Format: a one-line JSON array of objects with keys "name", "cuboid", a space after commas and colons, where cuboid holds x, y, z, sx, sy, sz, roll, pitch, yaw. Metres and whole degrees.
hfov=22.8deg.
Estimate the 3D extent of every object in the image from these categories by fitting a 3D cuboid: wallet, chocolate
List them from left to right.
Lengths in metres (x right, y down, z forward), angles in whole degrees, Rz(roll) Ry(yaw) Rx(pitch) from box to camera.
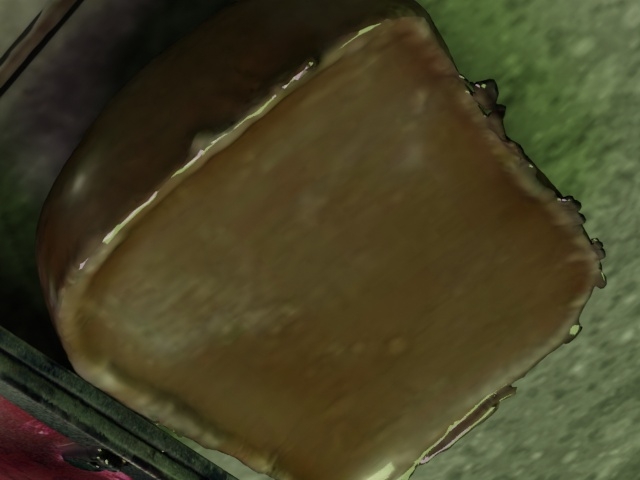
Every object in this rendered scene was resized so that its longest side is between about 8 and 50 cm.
[{"name": "wallet", "cuboid": [-0.113, 0.065, 0.553, 0.119, 0.025, 0.232, -1, 153, 31]}, {"name": "chocolate", "cuboid": [0.000, 0.000, 0.559, 0.161, 0.083, 0.261, -38, 146, 3]}]
